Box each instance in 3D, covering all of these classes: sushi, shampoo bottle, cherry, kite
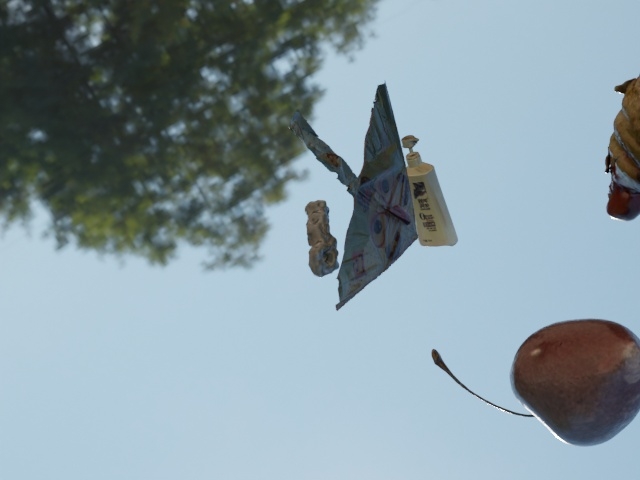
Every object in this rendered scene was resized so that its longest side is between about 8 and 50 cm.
[{"bbox_3d":[0.331,-0.114,1.082,0.103,0.226,0.097,-21,-125,-39],"label":"sushi"},{"bbox_3d":[0.118,-0.057,1.290,0.034,0.141,0.049,-33,-154,-29],"label":"shampoo bottle"},{"bbox_3d":[0.228,0.115,1.076,0.115,0.188,0.148,-53,-177,-20],"label":"cherry"},{"bbox_3d":[0.036,-0.047,1.028,0.012,0.250,0.229,-1,-113,34],"label":"kite"}]

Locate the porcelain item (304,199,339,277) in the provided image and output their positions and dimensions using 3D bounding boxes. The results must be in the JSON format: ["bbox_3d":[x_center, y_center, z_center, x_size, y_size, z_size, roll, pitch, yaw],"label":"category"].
[{"bbox_3d":[0.000,0.000,1.112,0.028,0.036,0.083,-27,-130,31],"label":"porcelain item"}]
